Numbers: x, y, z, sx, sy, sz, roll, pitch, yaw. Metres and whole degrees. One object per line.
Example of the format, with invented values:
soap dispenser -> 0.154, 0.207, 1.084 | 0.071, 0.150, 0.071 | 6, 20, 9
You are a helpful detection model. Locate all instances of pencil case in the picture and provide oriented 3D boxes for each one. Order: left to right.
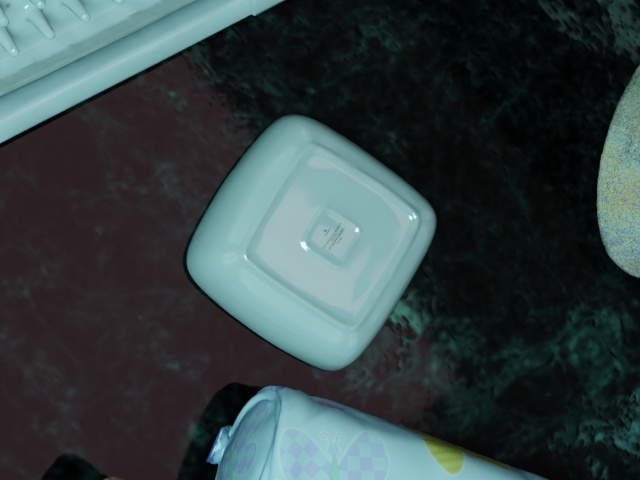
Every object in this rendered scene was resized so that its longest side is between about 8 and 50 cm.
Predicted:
pencil case -> 0.063, 0.186, 0.931 | 0.273, 0.113, 0.124 | 20, 89, -15

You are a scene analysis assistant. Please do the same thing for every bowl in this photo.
bowl -> 0.000, 0.000, 0.957 | 0.142, 0.053, 0.142 | 35, 78, -11

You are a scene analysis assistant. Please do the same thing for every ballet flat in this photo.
ballet flat -> 0.285, -0.122, 1.026 | 0.108, 0.106, 0.316 | 26, 79, -14

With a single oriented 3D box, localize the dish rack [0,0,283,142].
dish rack -> -0.136, -0.221, 0.853 | 0.333, 0.285, 0.072 | -30, 54, -18

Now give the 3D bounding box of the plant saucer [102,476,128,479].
plant saucer -> -0.086, 0.307, 0.809 | 0.259, 0.048, 0.258 | 39, 76, -12
